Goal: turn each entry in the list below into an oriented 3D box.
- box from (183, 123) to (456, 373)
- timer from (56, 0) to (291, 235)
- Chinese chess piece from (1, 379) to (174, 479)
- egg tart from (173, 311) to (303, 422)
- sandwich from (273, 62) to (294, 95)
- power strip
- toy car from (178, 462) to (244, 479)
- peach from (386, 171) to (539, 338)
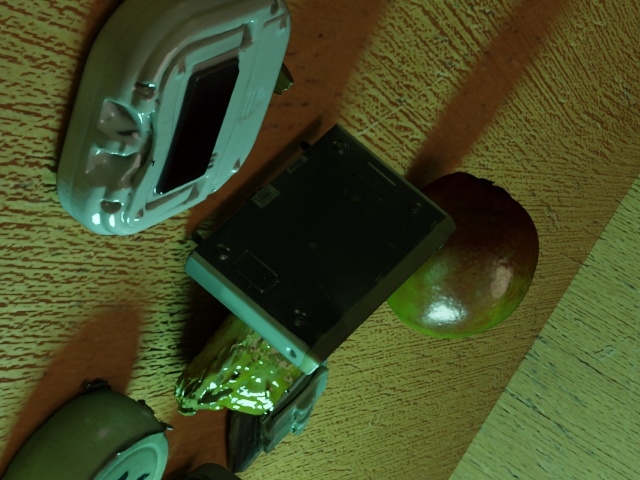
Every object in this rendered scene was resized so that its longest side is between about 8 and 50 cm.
[{"bbox_3d":[0.000,0.000,2.037,0.270,0.211,0.045,-41,166,-32],"label":"box"},{"bbox_3d":[-0.132,-0.127,1.689,0.237,0.087,0.262,-32,149,-50],"label":"timer"},{"bbox_3d":[-0.264,0.272,2.018,0.238,0.092,0.238,-47,158,-25],"label":"Chinese chess piece"},{"bbox_3d":[-0.057,0.114,2.148,0.295,0.116,0.295,-53,178,-3],"label":"egg tart"},{"bbox_3d":[-0.058,-0.178,1.866,0.031,0.044,0.083,-55,-155,9],"label":"sandwich"},{"bbox_3d":[-0.041,0.227,2.530,0.213,0.064,0.198,-48,162,-24],"label":"power strip"},{"bbox_3d":[-0.160,0.493,2.404,0.226,0.242,0.336,-34,150,-54],"label":"toy car"},{"bbox_3d":[0.192,0.021,2.530,0.231,0.231,0.231,-47,159,-24],"label":"peach"}]
